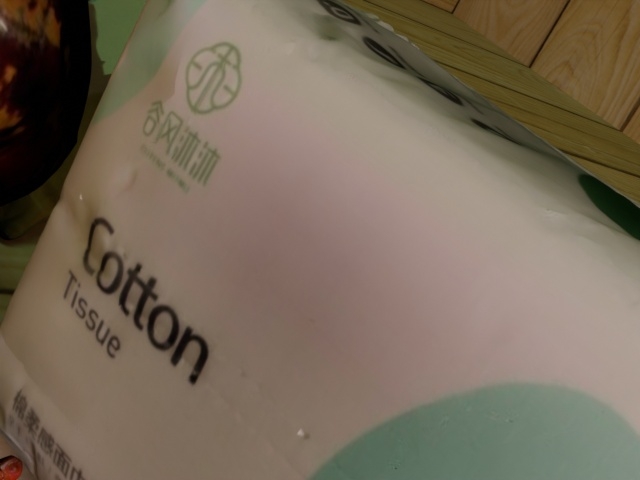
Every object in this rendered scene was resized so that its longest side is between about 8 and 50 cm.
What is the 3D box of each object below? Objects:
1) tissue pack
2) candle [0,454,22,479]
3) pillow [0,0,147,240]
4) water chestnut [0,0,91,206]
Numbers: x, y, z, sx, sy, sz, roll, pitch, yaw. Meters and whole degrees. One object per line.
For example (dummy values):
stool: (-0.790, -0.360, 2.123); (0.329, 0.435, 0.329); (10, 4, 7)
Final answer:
tissue pack: (0.039, 0.077, 0.471); (0.356, 0.266, 0.194); (40, 22, 31)
candle: (-0.171, 0.101, 0.442); (0.052, 0.052, 0.131); (38, 20, 24)
pillow: (-0.175, -0.178, 0.839); (0.312, 0.119, 0.310); (-28, 73, -29)
water chestnut: (-0.237, -0.103, 0.571); (0.244, 0.289, 0.289); (53, 11, -20)
